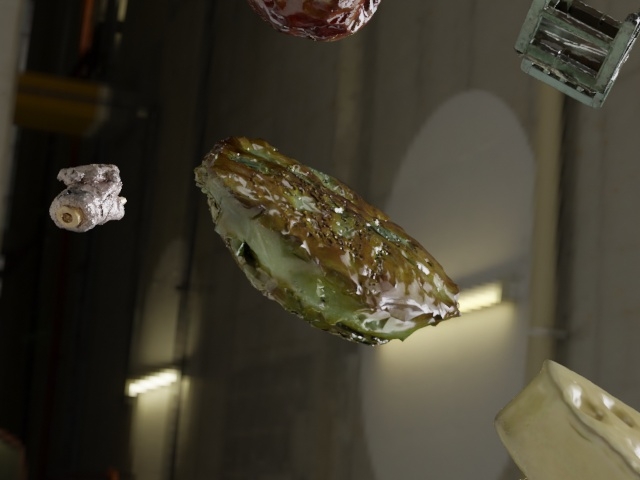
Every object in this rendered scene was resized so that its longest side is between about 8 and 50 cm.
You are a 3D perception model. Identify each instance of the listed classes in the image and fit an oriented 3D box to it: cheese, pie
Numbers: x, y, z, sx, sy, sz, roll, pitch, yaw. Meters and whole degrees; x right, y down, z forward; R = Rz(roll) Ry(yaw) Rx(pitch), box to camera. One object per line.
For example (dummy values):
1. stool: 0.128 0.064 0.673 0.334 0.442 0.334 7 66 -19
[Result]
1. cheese: 0.343 0.276 1.600 0.104 0.384 0.384 -50 -152 15
2. pie: 0.000 0.000 1.651 0.103 0.355 0.288 -55 -156 17

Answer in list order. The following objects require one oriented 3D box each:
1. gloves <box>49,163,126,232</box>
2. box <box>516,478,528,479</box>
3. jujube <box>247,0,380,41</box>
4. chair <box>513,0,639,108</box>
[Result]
1. gloves: -0.366 -0.072 2.351 0.144 0.110 0.094 -93 -179 -58
2. box: 0.246 0.408 2.035 0.397 0.396 0.111 -16 -90 27
3. jujube: -0.007 -0.478 2.150 0.276 0.277 0.376 -105 -176 -50
4. chair: 0.335 -0.257 1.972 0.147 0.136 0.270 -53 169 -38
